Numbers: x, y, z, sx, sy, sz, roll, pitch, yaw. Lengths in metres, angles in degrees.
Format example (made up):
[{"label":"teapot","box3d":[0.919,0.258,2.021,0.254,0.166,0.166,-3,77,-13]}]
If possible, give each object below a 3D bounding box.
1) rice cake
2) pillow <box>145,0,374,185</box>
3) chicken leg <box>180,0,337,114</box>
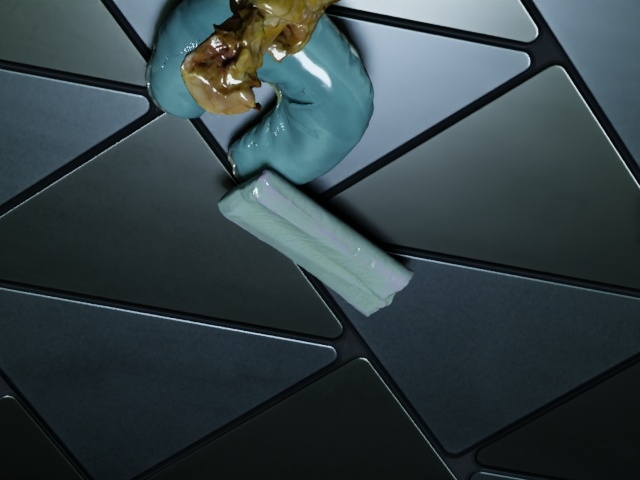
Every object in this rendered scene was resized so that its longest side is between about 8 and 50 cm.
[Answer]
[{"label":"rice cake","box3d":[0.000,0.001,1.978,0.222,0.042,0.080,36,134,-25]},{"label":"pillow","box3d":[-0.061,-0.156,1.898,0.233,0.086,0.214,39,125,-21]},{"label":"chicken leg","box3d":[-0.039,-0.283,1.729,0.295,0.409,0.182,26,151,12]}]
